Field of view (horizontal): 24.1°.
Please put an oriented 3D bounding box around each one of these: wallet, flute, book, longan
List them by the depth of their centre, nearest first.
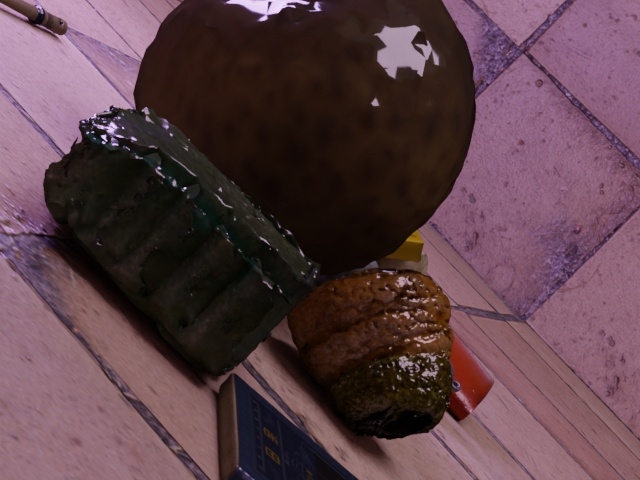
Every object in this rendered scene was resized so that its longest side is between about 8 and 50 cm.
[{"bbox_3d":[0.020,0.235,1.252,0.269,0.025,0.191,43,9,-15],"label":"book"},{"bbox_3d":[-0.017,-0.148,1.697,0.391,0.391,0.391,43,9,-8],"label":"longan"},{"bbox_3d":[-0.380,-0.295,1.895,0.027,0.027,0.233,47,8,17],"label":"flute"},{"bbox_3d":[0.155,0.150,2.114,0.204,0.045,0.142,51,24,0],"label":"wallet"}]

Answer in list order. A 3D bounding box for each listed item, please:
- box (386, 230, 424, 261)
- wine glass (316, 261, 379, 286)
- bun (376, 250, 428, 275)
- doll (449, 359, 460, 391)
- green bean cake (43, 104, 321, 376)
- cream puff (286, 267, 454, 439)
[{"bbox_3d":[0.075,-0.028,2.465,0.153,0.041,0.279,8,15,-6],"label":"box"},{"bbox_3d":[0.006,0.027,1.878,0.111,0.111,0.204,38,7,-37],"label":"wine glass"},{"bbox_3d":[0.119,0.039,2.464,0.115,0.069,0.115,16,12,-4],"label":"bun"},{"bbox_3d":[0.108,0.142,1.985,0.194,0.062,0.104,36,9,-10],"label":"doll"},{"bbox_3d":[-0.126,-0.007,1.370,0.255,0.132,0.241,42,8,-3],"label":"green bean cake"},{"bbox_3d":[0.063,0.135,1.575,0.183,0.183,0.169,32,40,-54],"label":"cream puff"}]
